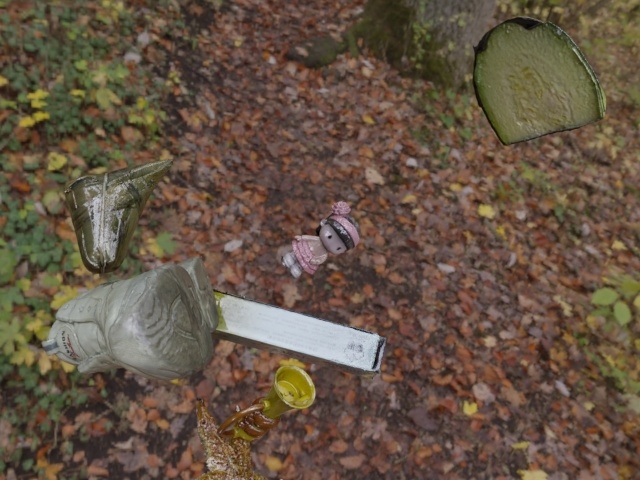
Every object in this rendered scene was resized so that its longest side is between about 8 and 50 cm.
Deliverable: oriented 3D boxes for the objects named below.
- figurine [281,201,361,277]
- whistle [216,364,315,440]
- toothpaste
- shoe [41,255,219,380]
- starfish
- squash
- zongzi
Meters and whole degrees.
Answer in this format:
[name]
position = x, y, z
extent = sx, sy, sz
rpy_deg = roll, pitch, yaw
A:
[figurine]
position = 0.000, 0.000, 0.921
extent = 0.072, 0.129, 0.054
rpy_deg = 55, 13, -9
[whistle]
position = -0.057, 0.172, 0.607
extent = 0.046, 0.109, 0.057
rpy_deg = 45, 30, 3
[toothpaste]
position = -0.052, 0.150, 1.007
extent = 0.312, 0.089, 0.071
rpy_deg = 15, 70, 2
[shoe]
position = -0.248, 0.114, 0.781
extent = 0.210, 0.132, 0.342
rpy_deg = -19, 5, -3
[starfish]
position = -0.126, 0.343, 0.902
extent = 0.240, 0.043, 0.227
rpy_deg = 35, 35, -48
[squash]
position = 0.326, -0.253, 0.927
extent = 0.085, 0.184, 0.191
rpy_deg = -39, 18, -33
[zongzi]
position = -0.140, -0.018, 0.460
extent = 0.083, 0.040, 0.076
rpy_deg = -15, 73, -18
